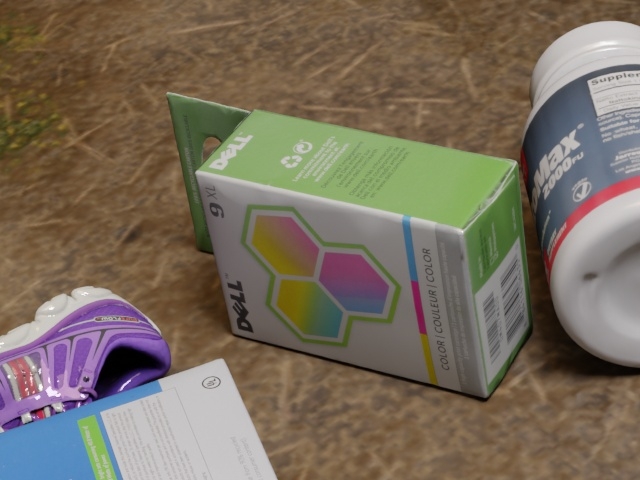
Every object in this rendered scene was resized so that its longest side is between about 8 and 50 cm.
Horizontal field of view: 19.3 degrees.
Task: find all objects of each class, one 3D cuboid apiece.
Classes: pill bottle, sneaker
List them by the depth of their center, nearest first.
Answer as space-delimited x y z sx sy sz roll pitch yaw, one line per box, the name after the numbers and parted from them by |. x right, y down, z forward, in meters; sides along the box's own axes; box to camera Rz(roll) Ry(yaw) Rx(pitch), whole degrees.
-0.144 0.083 0.932 0.071 0.068 0.170 30 53 33 | sneaker
0.158 -0.031 0.962 0.108 0.108 0.180 -9 37 3 | pill bottle

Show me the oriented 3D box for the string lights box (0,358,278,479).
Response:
-0.141 0.155 0.828 0.260 0.077 0.133 -18 38 -8 | string lights box

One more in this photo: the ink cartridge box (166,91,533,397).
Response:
0.000 0.000 0.962 0.209 0.109 0.062 13 43 28 | ink cartridge box
